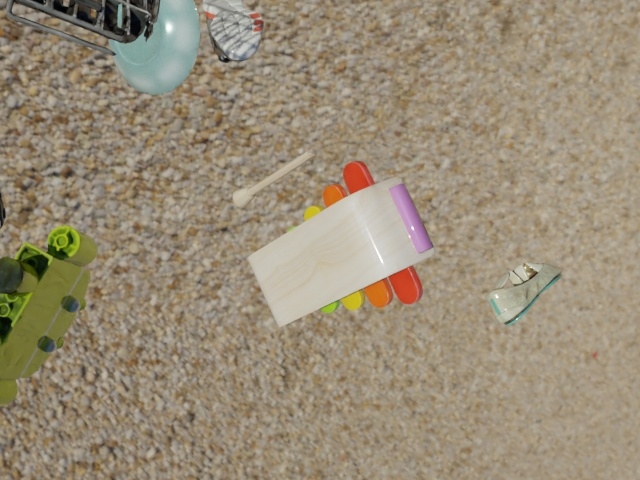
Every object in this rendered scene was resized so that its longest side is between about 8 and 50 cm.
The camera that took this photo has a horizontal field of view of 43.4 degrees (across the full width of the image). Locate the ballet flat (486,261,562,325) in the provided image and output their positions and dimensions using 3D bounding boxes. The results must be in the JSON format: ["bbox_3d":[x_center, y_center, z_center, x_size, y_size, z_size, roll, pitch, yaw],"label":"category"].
[{"bbox_3d":[0.261,0.054,1.024,0.057,0.052,0.168,-41,172,37],"label":"ballet flat"}]

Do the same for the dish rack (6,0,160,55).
[{"bbox_3d":[-0.222,-0.175,0.431,0.271,0.208,0.074,17,127,-26],"label":"dish rack"}]

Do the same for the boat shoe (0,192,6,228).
[{"bbox_3d":[-0.505,-0.073,1.212,0.046,0.038,0.125,-6,118,6],"label":"boat shoe"}]

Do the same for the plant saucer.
[{"bbox_3d":[-0.276,-0.328,1.267,0.037,0.194,0.195,-16,121,-58],"label":"plant saucer"}]

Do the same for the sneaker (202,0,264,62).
[{"bbox_3d":[-0.099,-0.232,0.929,0.061,0.158,0.065,-8,127,-10],"label":"sneaker"}]

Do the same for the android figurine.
[{"bbox_3d":[-0.368,0.096,1.024,0.248,0.056,0.273,-61,174,-9],"label":"android figurine"}]

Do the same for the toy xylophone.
[{"bbox_3d":[0.000,0.000,1.122,0.081,0.322,0.236,-20,92,-44],"label":"toy xylophone"}]
